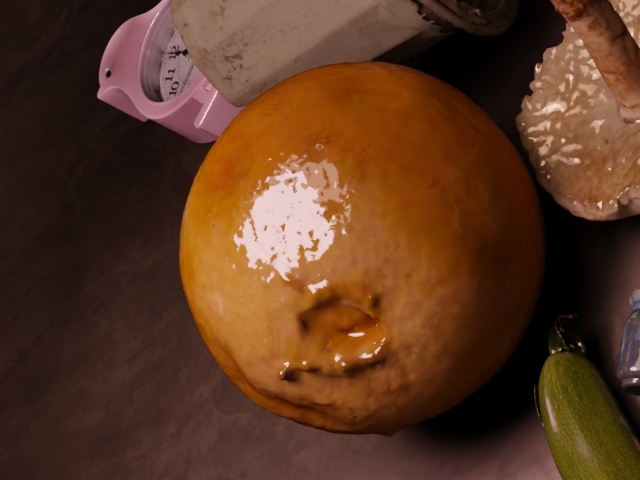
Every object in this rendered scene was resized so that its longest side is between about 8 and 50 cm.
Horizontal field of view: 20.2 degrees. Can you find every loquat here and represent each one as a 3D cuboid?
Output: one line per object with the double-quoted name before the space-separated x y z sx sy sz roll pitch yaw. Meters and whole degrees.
"loquat" 0.038 0.006 1.555 0.328 0.328 0.328 -27 51 40

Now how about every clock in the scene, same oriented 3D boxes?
"clock" -0.134 -0.261 2.100 0.275 0.080 0.290 12 80 52

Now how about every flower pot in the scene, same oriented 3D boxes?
"flower pot" 0.010 -0.253 1.655 0.259 0.290 0.290 -33 47 31

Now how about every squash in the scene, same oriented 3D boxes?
"squash" 0.234 0.187 1.403 0.080 0.071 0.318 -53 36 26

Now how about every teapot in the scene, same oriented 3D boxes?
"teapot" 0.268 0.080 1.436 0.063 0.049 0.083 145 138 -66

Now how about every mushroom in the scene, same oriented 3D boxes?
"mushroom" 0.225 -0.178 1.462 0.233 0.301 0.208 -29 15 22

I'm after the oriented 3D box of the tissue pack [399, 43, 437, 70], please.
"tissue pack" 0.071 -0.338 1.829 0.228 0.103 0.315 35 99 30
